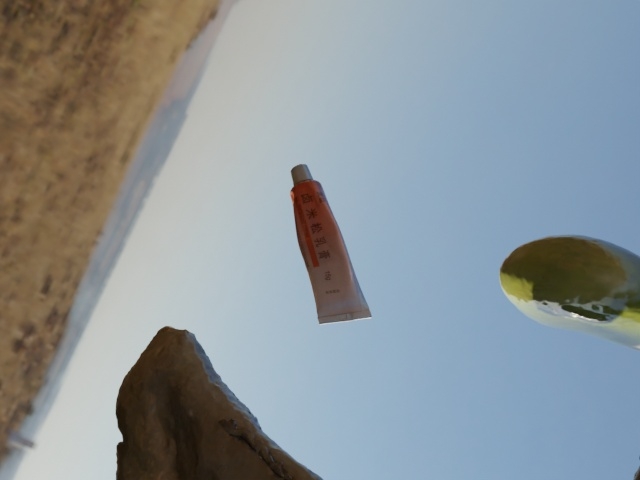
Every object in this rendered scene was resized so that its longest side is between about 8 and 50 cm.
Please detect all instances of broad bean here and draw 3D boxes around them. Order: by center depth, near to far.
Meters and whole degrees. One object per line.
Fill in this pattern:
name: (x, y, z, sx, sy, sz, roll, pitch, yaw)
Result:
broad bean: (0.385, 0.072, 1.509, 0.238, 0.291, 0.119, 117, -11, -81)

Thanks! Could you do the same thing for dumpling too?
dumpling: (-0.043, 0.199, 0.710, 0.166, 0.086, 0.332, -56, -134, 6)

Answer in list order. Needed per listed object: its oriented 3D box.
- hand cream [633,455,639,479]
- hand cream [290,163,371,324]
hand cream: (0.217, 0.271, 0.807, 0.270, 0.061, 0.120, -64, -173, -3)
hand cream: (-0.001, 0.001, 1.255, 0.052, 0.038, 0.216, -24, -126, 9)
